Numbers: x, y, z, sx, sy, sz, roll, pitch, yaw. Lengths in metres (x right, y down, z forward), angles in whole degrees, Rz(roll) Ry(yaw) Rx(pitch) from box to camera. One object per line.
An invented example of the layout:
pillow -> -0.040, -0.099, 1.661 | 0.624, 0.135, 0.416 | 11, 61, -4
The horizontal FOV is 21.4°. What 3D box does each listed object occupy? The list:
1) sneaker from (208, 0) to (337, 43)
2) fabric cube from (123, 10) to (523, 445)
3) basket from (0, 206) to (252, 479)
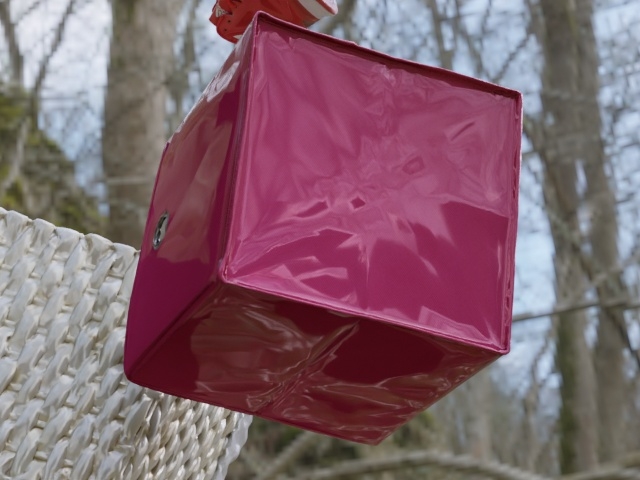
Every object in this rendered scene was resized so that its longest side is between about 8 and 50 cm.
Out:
sneaker -> -0.091, -0.279, 1.819 | 0.128, 0.087, 0.221 | -32, -49, 22
fabric cube -> 0.000, 0.000, 1.464 | 0.259, 0.254, 0.258 | 16, -27, -17
basket -> -0.273, 0.177, 1.695 | 0.328, 0.331, 0.266 | 15, -40, 13
